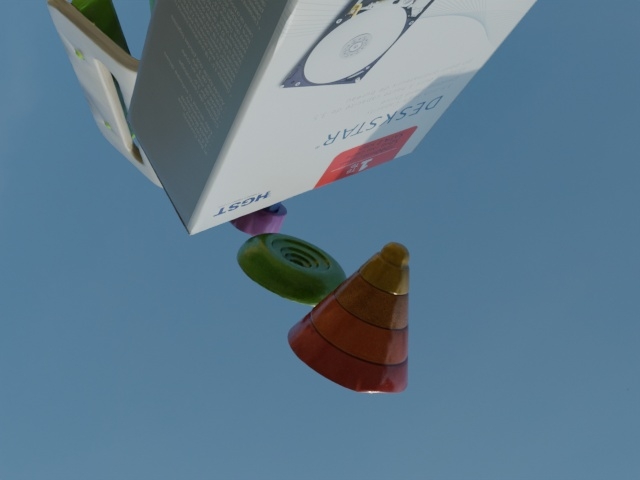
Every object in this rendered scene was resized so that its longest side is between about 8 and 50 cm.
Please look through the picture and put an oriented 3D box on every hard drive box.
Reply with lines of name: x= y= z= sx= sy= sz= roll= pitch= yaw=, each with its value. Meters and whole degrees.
hard drive box: x=0.012 y=-0.118 z=0.417 sx=0.181 sy=0.232 sz=0.089 roll=-23 pitch=-105 yaw=-29

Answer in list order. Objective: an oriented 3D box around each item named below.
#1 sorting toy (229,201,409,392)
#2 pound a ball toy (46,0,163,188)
sorting toy: x=0.000 y=0.000 z=0.821 sx=0.365 sy=0.127 sz=0.126 roll=51 pitch=-57 yaw=53
pound a ball toy: x=-0.099 y=-0.180 z=0.699 sx=0.135 sy=0.319 sz=0.208 roll=41 pitch=-106 yaw=4
